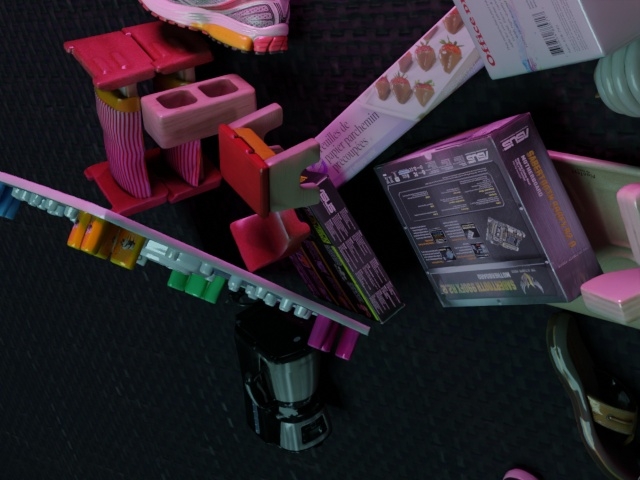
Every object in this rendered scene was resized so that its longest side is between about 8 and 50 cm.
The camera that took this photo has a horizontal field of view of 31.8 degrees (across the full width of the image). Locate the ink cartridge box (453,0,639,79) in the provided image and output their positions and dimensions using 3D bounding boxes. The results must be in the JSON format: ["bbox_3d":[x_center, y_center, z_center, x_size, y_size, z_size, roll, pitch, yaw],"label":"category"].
[{"bbox_3d":[0.204,-0.224,0.932,0.128,0.127,0.176,62,161,-13],"label":"ink cartridge box"}]

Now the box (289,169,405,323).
[{"bbox_3d":[0.000,0.000,1.343,0.191,0.045,0.184,58,160,-20],"label":"box"}]

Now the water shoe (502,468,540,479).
[{"bbox_3d":[0.236,0.380,1.447,0.073,0.080,0.203,23,133,30],"label":"water shoe"}]

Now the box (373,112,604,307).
[{"bbox_3d":[0.168,-0.023,1.165,0.183,0.056,0.231,62,155,-8],"label":"box"}]

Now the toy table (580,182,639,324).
[{"bbox_3d":[0.357,0.045,0.961,0.274,0.160,0.252,65,166,-6],"label":"toy table"}]

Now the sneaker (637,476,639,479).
[{"bbox_3d":[0.394,0.271,1.189,0.120,0.112,0.299,26,134,27],"label":"sneaker"}]

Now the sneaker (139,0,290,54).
[{"bbox_3d":[-0.120,-0.285,1.283,0.225,0.088,0.093,25,114,28],"label":"sneaker"}]

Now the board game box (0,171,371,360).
[{"bbox_3d":[-0.193,0.025,1.344,0.390,0.050,0.390,26,173,-36],"label":"board game box"}]

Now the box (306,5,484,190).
[{"bbox_3d":[0.087,-0.152,1.190,0.063,0.067,0.324,50,140,-1],"label":"box"}]

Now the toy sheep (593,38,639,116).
[{"bbox_3d":[0.289,-0.151,0.983,0.091,0.091,0.132,62,158,-13],"label":"toy sheep"}]

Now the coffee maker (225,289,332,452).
[{"bbox_3d":[-0.054,0.179,1.557,0.171,0.120,0.178,-114,17,-54],"label":"coffee maker"}]

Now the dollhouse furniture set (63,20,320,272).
[{"bbox_3d":[-0.153,-0.089,1.296,0.374,0.152,0.201,46,147,45],"label":"dollhouse furniture set"}]

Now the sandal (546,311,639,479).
[{"bbox_3d":[0.312,0.173,1.231,0.060,0.090,0.219,-19,100,26],"label":"sandal"}]

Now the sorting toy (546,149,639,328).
[{"bbox_3d":[0.278,-0.004,1.150,0.193,0.038,0.208,15,134,36],"label":"sorting toy"}]
